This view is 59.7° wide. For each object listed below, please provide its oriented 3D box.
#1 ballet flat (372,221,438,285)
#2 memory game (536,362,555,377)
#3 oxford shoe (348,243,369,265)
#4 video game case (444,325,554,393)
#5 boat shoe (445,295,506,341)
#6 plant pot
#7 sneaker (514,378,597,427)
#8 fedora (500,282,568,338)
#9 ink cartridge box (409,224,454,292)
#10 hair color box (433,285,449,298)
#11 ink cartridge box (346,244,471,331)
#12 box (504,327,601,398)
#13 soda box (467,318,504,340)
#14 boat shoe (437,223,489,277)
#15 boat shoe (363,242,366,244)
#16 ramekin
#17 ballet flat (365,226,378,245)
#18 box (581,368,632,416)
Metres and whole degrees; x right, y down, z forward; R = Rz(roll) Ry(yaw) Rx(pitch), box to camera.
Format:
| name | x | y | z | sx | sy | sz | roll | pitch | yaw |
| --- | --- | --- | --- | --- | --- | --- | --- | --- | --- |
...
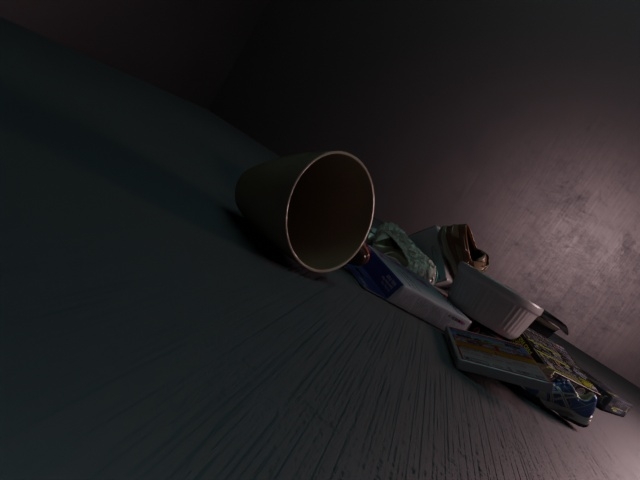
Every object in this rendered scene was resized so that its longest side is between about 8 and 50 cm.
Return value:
| name | x | y | z | sx | sy | sz | roll | pitch | yaw |
| --- | --- | --- | --- | --- | --- | --- | --- | --- | --- |
| ballet flat | 0.259 | 0.041 | 1.949 | 0.147 | 0.147 | 0.409 | 27 | 10 | -29 |
| memory game | 0.475 | 0.305 | 1.363 | 0.186 | 0.012 | 0.186 | 8 | 4 | -1 |
| oxford shoe | 0.000 | 0.000 | 1.450 | 0.271 | 0.097 | 0.098 | 28 | 29 | 0 |
| video game case | 0.404 | 0.270 | 1.303 | 0.203 | 0.025 | 0.285 | 14 | 8 | 6 |
| boat shoe | 0.500 | 0.250 | 1.782 | 0.233 | 0.079 | 0.084 | 37 | 10 | 18 |
| plant pot | -0.064 | -0.088 | 1.252 | 0.274 | 0.257 | 0.256 | 19 | -3 | 45 |
| sneaker | 0.555 | 0.360 | 1.333 | 0.211 | 0.081 | 0.080 | 26 | 11 | 3 |
| fedora | 0.801 | 0.314 | 2.208 | 0.334 | 0.153 | 0.334 | 31 | 9 | -5 |
| ink cartridge box | 0.455 | 0.089 | 2.036 | 0.289 | 0.121 | 0.211 | 23 | 54 | -48 |
| hair color box | 0.422 | 0.198 | 1.897 | 0.141 | 0.043 | 0.072 | 23 | 13 | -41 |
| ink cartridge box | 0.222 | 0.118 | 1.575 | 0.330 | 0.071 | 0.324 | 30 | 9 | -21 |
| box | 0.702 | 0.374 | 1.708 | 0.270 | 0.060 | 0.216 | 27 | 23 | -27 |
| soda box | 0.478 | 0.285 | 1.583 | 0.060 | 0.053 | 0.169 | 29 | 10 | -19 |
| boat shoe | 0.517 | 0.085 | 1.906 | 0.325 | 0.116 | 0.123 | 58 | 36 | -17 |
| boat shoe | 0.107 | 0.002 | 1.755 | 0.227 | 0.079 | 0.081 | 14 | 62 | -74 |
| ramekin | 0.502 | 0.181 | 1.648 | 0.272 | 0.127 | 0.273 | 31 | 6 | -4 |
| ballet flat | 0.152 | -0.026 | 2.144 | 0.221 | 0.077 | 0.079 | 24 | 29 | -18 |
| box | 0.948 | 0.516 | 1.922 | 0.232 | 0.059 | 0.183 | 25 | 11 | -43 |
